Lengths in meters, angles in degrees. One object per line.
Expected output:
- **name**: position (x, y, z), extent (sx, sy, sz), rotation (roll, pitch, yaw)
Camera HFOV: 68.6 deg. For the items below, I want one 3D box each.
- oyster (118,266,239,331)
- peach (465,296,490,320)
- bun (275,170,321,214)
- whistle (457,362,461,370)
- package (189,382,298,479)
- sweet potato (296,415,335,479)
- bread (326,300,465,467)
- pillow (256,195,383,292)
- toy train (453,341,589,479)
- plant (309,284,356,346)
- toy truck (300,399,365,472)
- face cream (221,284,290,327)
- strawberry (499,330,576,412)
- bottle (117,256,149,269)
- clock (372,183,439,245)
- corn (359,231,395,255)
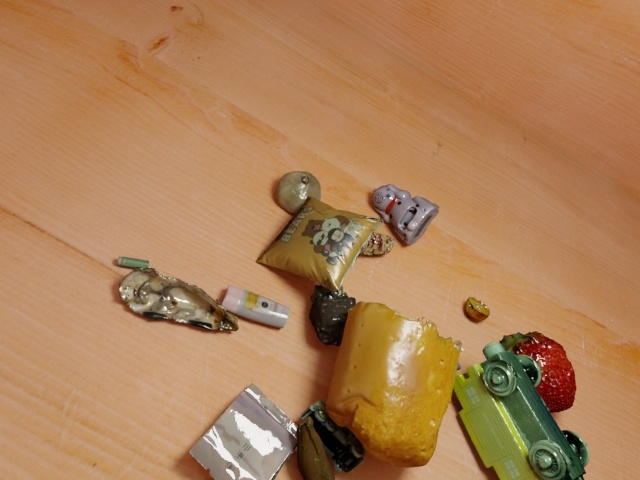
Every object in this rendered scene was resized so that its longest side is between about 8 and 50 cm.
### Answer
- **oyster**: position (-0.388, 0.180, 1.305), extent (0.345, 0.078, 0.129), rotation (23, 70, -12)
- **peach**: position (0.570, 0.256, 1.721), extent (0.098, 0.061, 0.098), rotation (28, 28, -16)
- **bun**: position (-0.070, -0.183, 1.692), extent (0.166, 0.113, 0.173), rotation (29, 51, -5)
- **whistle**: position (0.317, 0.408, 1.484), extent (0.304, 0.062, 0.062), rotation (-3, 58, -28)
- **package**: position (-0.176, 0.505, 1.161), extent (0.204, 0.062, 0.251), rotation (42, 40, 7)
- **sweet potato**: position (0.008, 0.580, 1.167), extent (0.286, 0.112, 0.085), rotation (68, 11, 10)
- **bread**: position (0.219, 0.382, 1.242), extent (0.361, 0.250, 0.394), rotation (30, 60, -25)
- **pillow**: position (0.000, 0.000, 1.503), extent (0.312, 0.119, 0.310), rotation (19, 63, 31)
- **toy train**: position (0.563, 0.531, 1.369), extent (0.179, 0.272, 0.442), rotation (2, 51, -37)
- **plant**: position (0.038, 0.220, 1.435), extent (0.132, 0.129, 0.194), rotation (15, 34, -18)
- **toy truck**: position (0.035, 0.509, 1.251), extent (0.191, 0.085, 0.116), rotation (42, 19, 4)
- **face cream**: position (-0.192, 0.197, 1.390), extent (0.198, 0.057, 0.084), rotation (21, 49, -11)
- **strawberry**: position (0.720, 0.441, 1.547), extent (0.250, 0.238, 0.288), rotation (-35, 86, -35)
- **bottle**: position (-0.534, 0.065, 1.337), extent (0.083, 0.030, 0.030), rotation (11, 52, -18)
- **clock**: position (0.307, -0.125, 1.821), extent (0.189, 0.189, 0.254), rotation (-25, 55, -37)
- **corn**: position (0.135, 0.005, 1.671), extent (0.289, 0.098, 0.098), rotation (8, 53, -25)
